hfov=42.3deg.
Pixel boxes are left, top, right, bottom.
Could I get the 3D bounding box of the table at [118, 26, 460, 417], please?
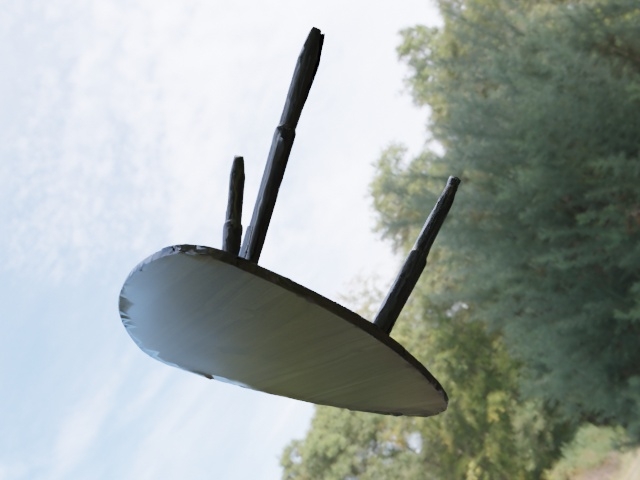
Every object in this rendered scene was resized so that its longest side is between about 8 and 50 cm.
[{"bbox_3d":[0.000,0.000,0.792,0.317,0.317,0.249,78,-154,-61],"label":"table"}]
